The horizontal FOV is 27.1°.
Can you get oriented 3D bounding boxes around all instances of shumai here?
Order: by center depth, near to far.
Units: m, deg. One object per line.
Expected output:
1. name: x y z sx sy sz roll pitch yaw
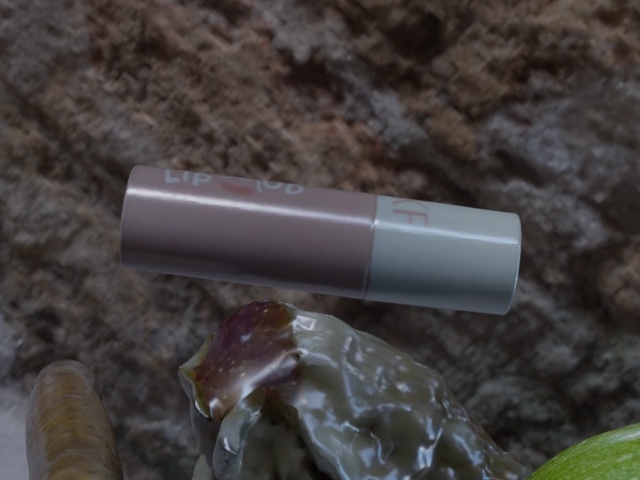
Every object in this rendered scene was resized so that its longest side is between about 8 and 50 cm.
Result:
1. shumai: 0.005 0.145 0.779 0.218 0.184 0.185 35 0 31

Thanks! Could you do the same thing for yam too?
1. yam: -0.122 0.106 0.651 0.046 0.046 0.264 34 0 -15

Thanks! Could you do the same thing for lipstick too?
1. lipstick: 0.000 0.000 0.872 0.254 0.070 0.070 7 43 0

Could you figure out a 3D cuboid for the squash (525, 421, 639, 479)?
1. squash: 0.151 0.100 0.466 0.188 0.095 0.095 -8 50 0
